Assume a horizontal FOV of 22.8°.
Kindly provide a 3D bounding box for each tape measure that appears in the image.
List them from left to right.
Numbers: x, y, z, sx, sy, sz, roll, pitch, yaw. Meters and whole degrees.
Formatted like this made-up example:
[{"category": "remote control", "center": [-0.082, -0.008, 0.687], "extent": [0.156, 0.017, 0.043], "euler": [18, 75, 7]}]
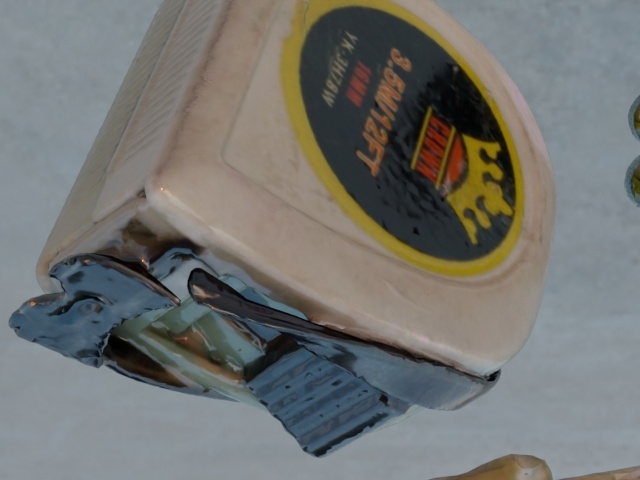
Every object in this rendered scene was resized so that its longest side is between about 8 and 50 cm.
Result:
[{"category": "tape measure", "center": [0.000, 0.000, 0.743], "extent": [0.231, 0.271, 0.133], "euler": [40, 130, -20]}]

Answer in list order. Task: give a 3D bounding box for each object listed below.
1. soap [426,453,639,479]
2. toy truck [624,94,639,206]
[{"category": "soap", "center": [-0.006, 0.249, 0.403], "extent": [0.293, 0.335, 0.156], "euler": [-26, 161, 30]}, {"category": "toy truck", "center": [0.231, -0.086, 0.830], "extent": [0.116, 0.191, 0.085], "euler": [-2, -168, -14]}]
